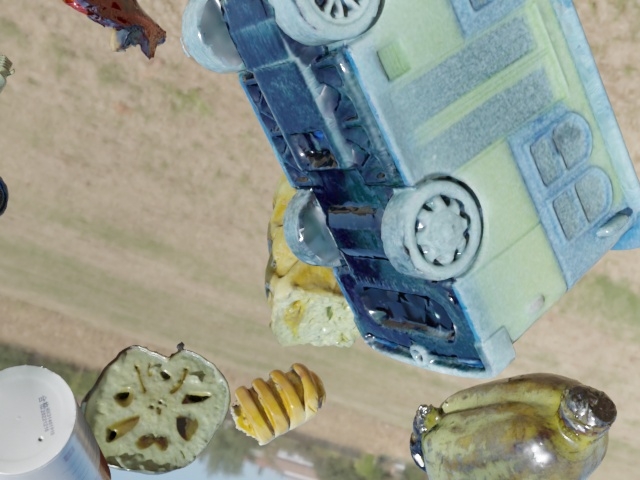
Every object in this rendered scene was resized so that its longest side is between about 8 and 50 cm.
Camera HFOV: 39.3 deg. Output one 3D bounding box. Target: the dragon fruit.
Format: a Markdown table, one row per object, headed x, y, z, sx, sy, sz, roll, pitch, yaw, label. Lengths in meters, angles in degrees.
| x | y | z | sx | sy | sz | roll | pitch | yaw | label |
| --- | --- | --- | --- | --- | --- | --- | --- | --- | --- |
| -0.280 | -0.326 | 1.194 | 0.092 | 0.123 | 0.192 | 8 | 154 | 42 | dragon fruit |

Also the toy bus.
| x | y | z | sx | sy | sz | roll | pitch | yaw | label |
| --- | --- | --- | --- | --- | --- | --- | --- | --- | --- |
| 0.058 | -0.091 | 0.555 | 0.152 | 0.190 | 0.312 | 3 | 124 | 59 | toy bus |

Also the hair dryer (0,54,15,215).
| x | y | z | sx | sy | sz | roll | pitch | yaw | label |
| --- | --- | --- | --- | --- | --- | --- | --- | --- | --- |
| -0.581 | -0.117 | 1.293 | 0.295 | 0.298 | 0.119 | -15 | 143 | 10 | hair dryer |

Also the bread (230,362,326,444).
| x | y | z | sx | sy | sz | roll | pitch | yaw | label |
| --- | --- | --- | --- | --- | --- | --- | --- | --- | --- |
| -0.078 | 0.288 | 1.620 | 0.119 | 0.177 | 0.084 | 52 | 164 | 48 | bread |

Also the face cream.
| x | y | z | sx | sy | sz | roll | pitch | yaw | label |
| --- | --- | --- | --- | --- | --- | --- | --- | --- | --- |
| -0.258 | 0.202 | 0.839 | 0.095 | 0.096 | 0.214 | 15 | 150 | 5 | face cream |

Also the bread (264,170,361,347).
| x | y | z | sx | sy | sz | roll | pitch | yaw | label |
| --- | --- | --- | --- | --- | --- | --- | --- | --- | --- |
| 0.000 | 0.000 | 1.121 | 0.129 | 0.268 | 0.152 | -16 | 137 | 17 | bread |

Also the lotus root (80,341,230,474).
| x | y | z | sx | sy | sz | roll | pitch | yaw | label |
| --- | --- | --- | --- | --- | --- | --- | --- | --- | --- |
| -0.225 | 0.239 | 1.217 | 0.183 | 0.204 | 0.078 | 29 | 144 | 14 | lotus root |

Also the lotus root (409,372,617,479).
| x | y | z | sx | sy | sz | roll | pitch | yaw | label |
| --- | --- | --- | --- | --- | --- | --- | --- | --- | --- |
| 0.242 | 0.247 | 1.101 | 0.173 | 0.173 | 0.309 | 22 | 152 | -26 | lotus root |
